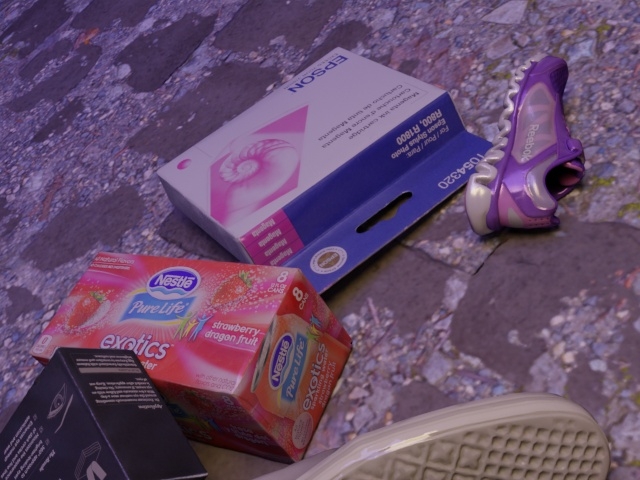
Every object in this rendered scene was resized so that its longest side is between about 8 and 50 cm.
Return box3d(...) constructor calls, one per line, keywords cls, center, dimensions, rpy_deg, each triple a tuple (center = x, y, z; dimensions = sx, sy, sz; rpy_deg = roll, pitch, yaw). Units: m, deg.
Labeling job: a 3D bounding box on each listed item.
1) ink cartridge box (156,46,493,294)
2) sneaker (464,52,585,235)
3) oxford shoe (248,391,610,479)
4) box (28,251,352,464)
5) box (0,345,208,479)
box3d(cls="ink cartridge box", center=(0.000, -0.101, 1.061), dimensions=(0.324, 0.071, 0.330), rpy_deg=(-37, 39, -16))
box3d(cls="sneaker", center=(0.243, -0.102, 0.925), dimensions=(0.105, 0.095, 0.236), rpy_deg=(10, 61, 30))
box3d(cls="oxford shoe", center=(0.016, 0.235, 0.705), dimensions=(0.450, 0.169, 0.130), rpy_deg=(-28, 16, 7))
box3d(cls="box", center=(-0.140, 0.116, 0.914), dimensions=(0.300, 0.142, 0.154), rpy_deg=(4, 53, 35))
box3d(cls="box", center=(-0.209, 0.207, 0.771), dimensions=(0.156, 0.093, 0.158), rpy_deg=(-53, 56, 19))
